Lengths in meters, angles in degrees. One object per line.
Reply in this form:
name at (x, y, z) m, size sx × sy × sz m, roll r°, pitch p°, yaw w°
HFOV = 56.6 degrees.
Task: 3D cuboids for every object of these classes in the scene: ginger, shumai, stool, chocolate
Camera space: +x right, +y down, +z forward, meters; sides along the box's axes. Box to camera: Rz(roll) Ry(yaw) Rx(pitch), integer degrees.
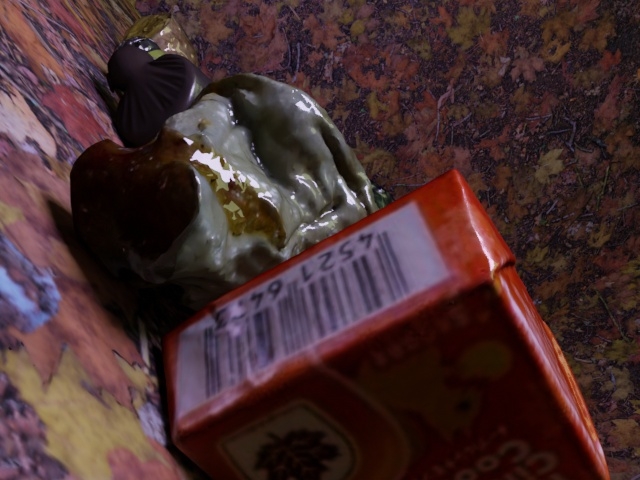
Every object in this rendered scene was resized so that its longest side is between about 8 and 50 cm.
ginger at (-0.300, -0.340, 1.182) m, size 0.221 × 0.130 × 0.276 m, roll 66°, pitch -1°, yaw -47°
shumai at (-0.079, 0.017, 0.491) m, size 0.272 × 0.222 × 0.204 m, roll 65°, pitch 35°, yaw -30°
stool at (-0.197, -0.174, 0.763) m, size 0.217 × 0.125 × 0.121 m, roll 46°, pitch 7°, yaw 33°
chocolate at (0.049, 0.113, 0.401) m, size 0.235 × 0.237 × 0.108 m, roll 55°, pitch 12°, yaw -27°

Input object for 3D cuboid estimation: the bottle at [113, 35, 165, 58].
bottle at (-0.207, -0.181, 0.881) m, size 0.260 × 0.112 × 0.112 m, roll 55°, pitch 2°, yaw -2°

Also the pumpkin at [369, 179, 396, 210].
pumpkin at (0.024, 0.028, 1.138) m, size 0.296 × 0.295 × 0.296 m, roll 55°, pitch 2°, yaw -3°
